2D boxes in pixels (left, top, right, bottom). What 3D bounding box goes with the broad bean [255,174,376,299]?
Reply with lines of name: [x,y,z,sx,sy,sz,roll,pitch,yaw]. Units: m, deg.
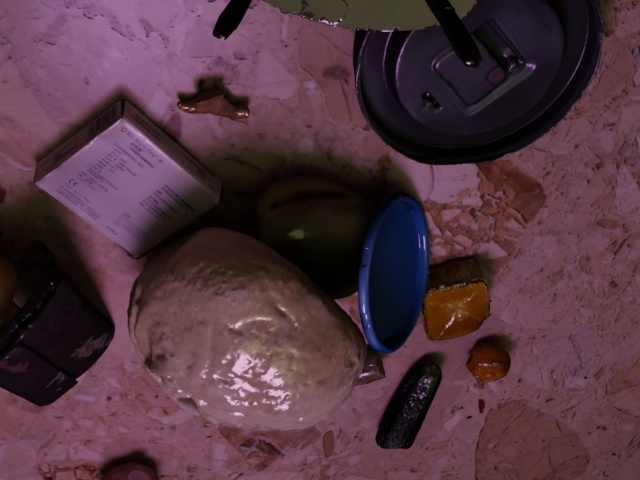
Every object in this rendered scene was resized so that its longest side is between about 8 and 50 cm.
broad bean: [0.000,0.000,1.296,0.189,0.121,0.263,-25,148,5]

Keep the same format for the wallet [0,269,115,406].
wallet: [-0.382,0.156,1.249,0.170,0.044,0.321,-52,169,-16]

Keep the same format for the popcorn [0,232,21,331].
popcorn: [-0.543,0.121,1.188,0.297,0.281,0.315,-10,124,21]

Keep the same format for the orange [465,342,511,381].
orange: [0.309,0.220,1.589,0.086,0.062,0.086,1,146,1]

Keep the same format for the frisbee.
frisbee: [0.102,0.047,1.290,0.045,0.242,0.242,6,142,29]

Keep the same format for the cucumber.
cucumber: [0.169,0.315,1.642,0.075,0.074,0.241,5,130,-16]

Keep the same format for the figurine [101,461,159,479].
figurine: [-0.363,0.488,1.657,0.125,0.125,0.138,-5,149,-7]

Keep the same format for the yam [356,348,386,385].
yam: [-0.010,0.259,1.559,0.253,0.061,0.061,-18,134,7]

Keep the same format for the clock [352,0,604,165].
clock: [0.200,-0.242,1.127,0.325,0.067,0.325,-6,133,-6]

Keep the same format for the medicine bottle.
medicine bottle: [-0.261,-0.077,1.195,0.171,0.052,0.201,-33,130,19]

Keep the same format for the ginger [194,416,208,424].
ginger: [-0.139,0.231,1.490,0.123,0.115,0.193,14,118,-48]

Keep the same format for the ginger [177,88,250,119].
ginger: [-0.139,-0.182,1.138,0.097,0.030,0.048,5,159,-13]

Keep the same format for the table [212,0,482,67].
table: [0.055,-0.295,0.869,0.317,0.249,0.317,1,122,2]

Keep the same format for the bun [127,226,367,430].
bun: [-0.120,0.147,1.240,0.352,0.227,0.349,30,158,6]

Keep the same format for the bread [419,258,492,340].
bread: [0.223,0.101,1.453,0.128,0.069,0.140,-15,130,1]
